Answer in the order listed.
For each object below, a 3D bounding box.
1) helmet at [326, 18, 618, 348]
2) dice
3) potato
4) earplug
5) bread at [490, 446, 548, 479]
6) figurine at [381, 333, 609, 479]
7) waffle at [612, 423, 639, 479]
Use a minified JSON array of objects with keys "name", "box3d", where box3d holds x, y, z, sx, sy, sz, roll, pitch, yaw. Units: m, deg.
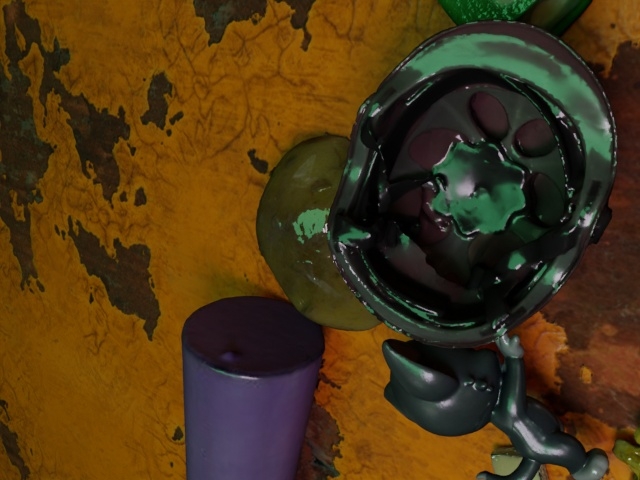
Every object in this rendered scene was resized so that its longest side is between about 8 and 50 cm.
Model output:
[{"name":"helmet","box3d":[0.172,-0.056,0.731,0.271,0.197,0.338,29,110,21]},{"name":"dice","box3d":[0.203,-0.272,0.691,0.120,0.128,0.131,55,131,18]},{"name":"potato","box3d":[0.000,0.000,0.956,0.239,0.116,0.299,-4,100,37]},{"name":"earplug","box3d":[-0.123,0.331,1.095,0.215,0.215,0.455,26,121,33]},{"name":"bread","box3d":[0.268,0.341,0.867,0.068,0.028,0.153,-12,94,42]},{"name":"figurine","box3d":[0.194,0.204,0.799,0.265,0.140,0.193,45,166,16]},{"name":"waffle","box3d":[0.432,0.269,0.687,0.238,0.059,0.243,-36,79,41]}]
